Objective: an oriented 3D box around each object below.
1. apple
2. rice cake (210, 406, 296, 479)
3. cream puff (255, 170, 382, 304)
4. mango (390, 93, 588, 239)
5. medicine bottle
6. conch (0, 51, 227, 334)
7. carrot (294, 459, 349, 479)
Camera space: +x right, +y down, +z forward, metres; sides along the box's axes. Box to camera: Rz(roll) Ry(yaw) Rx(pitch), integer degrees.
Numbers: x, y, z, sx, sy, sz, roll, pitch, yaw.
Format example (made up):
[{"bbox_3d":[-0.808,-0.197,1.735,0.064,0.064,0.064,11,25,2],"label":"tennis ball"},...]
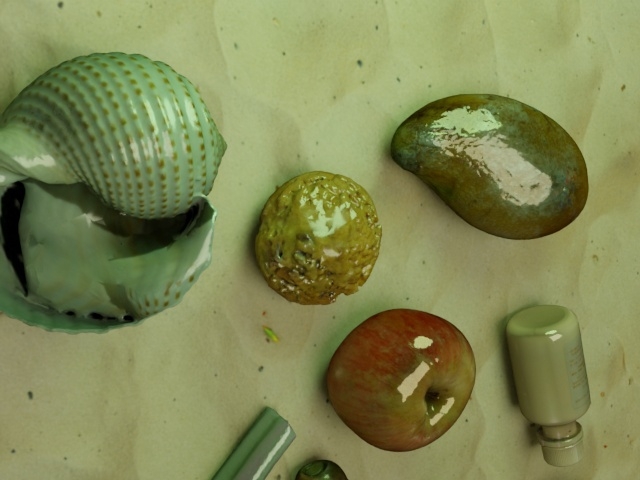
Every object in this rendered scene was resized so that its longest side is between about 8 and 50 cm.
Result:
[{"bbox_3d":[0.112,0.194,1.582,0.209,0.164,0.209,-16,119,-31],"label":"apple"},{"bbox_3d":[-0.112,0.328,1.521,0.042,0.080,0.222,43,77,-27],"label":"rice cake"},{"bbox_3d":[0.000,0.000,1.493,0.189,0.129,0.189,-5,99,-31],"label":"cream puff"},{"bbox_3d":[0.246,-0.110,1.618,0.316,0.146,0.193,19,89,-19],"label":"mango"},{"bbox_3d":[0.365,0.233,1.769,0.114,0.114,0.252,-22,110,-26],"label":"medicine bottle"},{"bbox_3d":[-0.263,-0.057,1.278,0.319,0.215,0.303,-7,99,2],"label":"conch"},{"bbox_3d":[0.023,0.405,1.616,0.087,0.087,0.193,-30,113,-23],"label":"carrot"}]
